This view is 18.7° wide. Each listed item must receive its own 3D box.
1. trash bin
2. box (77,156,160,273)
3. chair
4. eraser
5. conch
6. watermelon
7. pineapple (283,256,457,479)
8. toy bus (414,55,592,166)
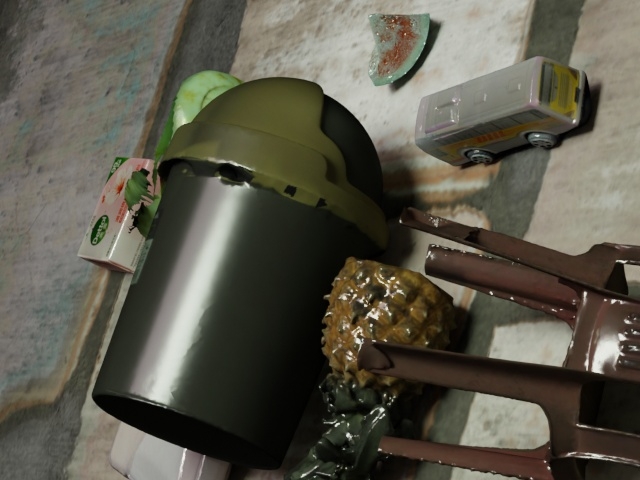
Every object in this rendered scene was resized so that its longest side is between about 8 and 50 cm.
[{"bbox_3d":[-0.058,0.016,1.699,0.214,0.214,0.333,-7,60,56],"label":"trash bin"},{"bbox_3d":[-0.213,-0.028,2.151,0.089,0.043,0.125,5,72,59],"label":"box"},{"bbox_3d":[0.204,0.085,1.351,0.326,0.183,0.175,13,73,14],"label":"chair"},{"bbox_3d":[-0.108,0.144,1.843,0.204,0.059,0.243,32,99,60],"label":"eraser"},{"bbox_3d":[-0.138,-0.067,1.969,0.250,0.137,0.143,-38,40,38],"label":"conch"},{"bbox_3d":[0.062,-0.187,1.822,0.085,0.061,0.085,-37,33,29],"label":"watermelon"},{"bbox_3d":[0.033,0.138,1.595,0.111,0.119,0.237,17,86,15],"label":"pineapple"},{"bbox_3d":[0.148,-0.106,1.620,0.172,0.072,0.057,-15,60,54],"label":"toy bus"}]
